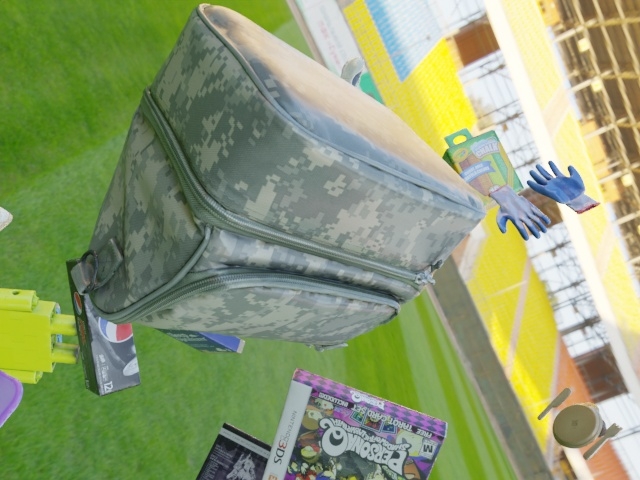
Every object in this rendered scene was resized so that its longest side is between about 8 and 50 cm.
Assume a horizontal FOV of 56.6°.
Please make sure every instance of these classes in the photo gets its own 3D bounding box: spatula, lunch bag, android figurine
[{"bbox_3d":[-0.533,0.166,0.804,0.297,0.084,0.030,28,-30,9],"label":"spatula"},{"bbox_3d":[-0.036,-0.017,0.554,0.305,0.256,0.212,16,32,-46],"label":"lunch bag"},{"bbox_3d":[-0.634,0.193,1.211,0.056,0.273,0.248,-100,-157,-54],"label":"android figurine"}]

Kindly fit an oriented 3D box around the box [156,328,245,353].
[{"bbox_3d":[-0.292,0.192,1.302,0.225,0.136,0.036,38,57,-35],"label":"box"}]

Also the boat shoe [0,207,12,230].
[{"bbox_3d":[-0.747,-0.011,1.300,0.063,0.170,0.059,60,9,27],"label":"boat shoe"}]

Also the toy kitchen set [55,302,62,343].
[{"bbox_3d":[-0.724,0.243,1.413,0.166,0.207,0.122,25,-63,58],"label":"toy kitchen set"}]

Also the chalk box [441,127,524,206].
[{"bbox_3d":[0.382,-0.181,1.466,0.132,0.132,0.213,72,-7,-80],"label":"chalk box"}]

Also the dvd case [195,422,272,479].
[{"bbox_3d":[-0.157,0.463,1.065,0.221,0.165,0.018,-64,154,-18],"label":"dvd case"}]

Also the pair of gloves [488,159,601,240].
[{"bbox_3d":[0.421,-0.079,1.147,0.023,0.198,0.159,64,-1,-43],"label":"pair of gloves"}]

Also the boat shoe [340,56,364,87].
[{"bbox_3d":[0.072,-0.383,1.420,0.043,0.049,0.137,73,33,-54],"label":"boat shoe"}]

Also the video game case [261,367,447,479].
[{"bbox_3d":[0.043,0.319,0.882,0.042,0.232,0.210,-55,163,-67],"label":"video game case"}]

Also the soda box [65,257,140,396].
[{"bbox_3d":[-0.271,0.103,0.741,0.053,0.060,0.168,-11,95,-37],"label":"soda box"}]

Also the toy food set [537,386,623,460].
[{"bbox_3d":[0.631,0.452,1.445,0.038,0.132,0.192,47,-1,-23],"label":"toy food set"}]
